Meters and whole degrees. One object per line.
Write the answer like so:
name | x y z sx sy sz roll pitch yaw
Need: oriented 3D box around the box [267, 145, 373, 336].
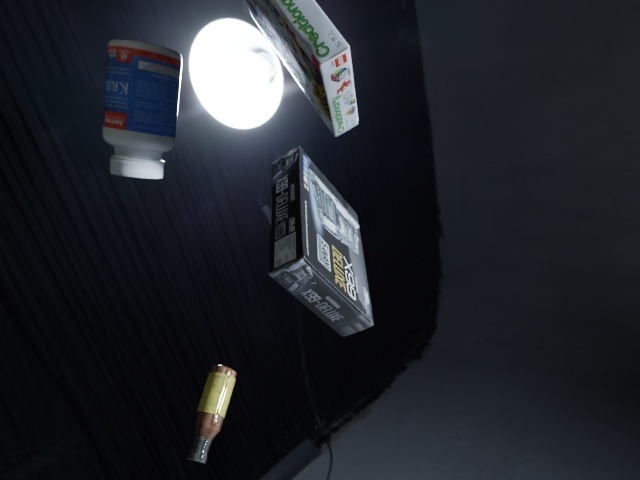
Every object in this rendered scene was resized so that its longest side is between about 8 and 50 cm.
box | 0.000 0.000 0.951 0.076 0.242 0.308 -26 41 22

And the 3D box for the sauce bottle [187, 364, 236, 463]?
sauce bottle | -0.155 0.243 0.679 0.042 0.042 0.128 -4 53 28

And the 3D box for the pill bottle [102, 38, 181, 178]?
pill bottle | -0.315 -0.224 0.846 0.124 0.222 0.124 7 10 -1

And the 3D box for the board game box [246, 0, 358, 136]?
board game box | -0.044 -0.332 0.758 0.053 0.306 0.193 -31 -19 -2
